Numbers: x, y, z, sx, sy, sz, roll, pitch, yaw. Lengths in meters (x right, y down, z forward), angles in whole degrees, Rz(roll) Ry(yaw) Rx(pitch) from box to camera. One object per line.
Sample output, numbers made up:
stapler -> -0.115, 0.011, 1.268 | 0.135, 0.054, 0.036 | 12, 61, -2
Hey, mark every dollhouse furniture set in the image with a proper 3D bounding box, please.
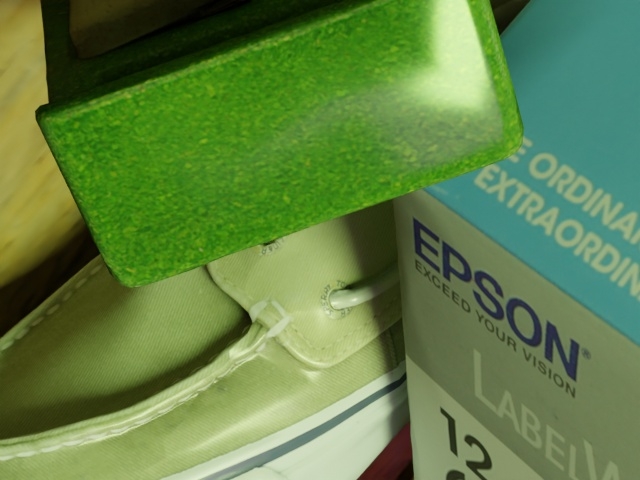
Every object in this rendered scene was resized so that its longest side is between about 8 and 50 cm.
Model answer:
dollhouse furniture set -> -0.133, -0.083, 0.387 | 0.301, 0.151, 0.198 | -19, 120, 3

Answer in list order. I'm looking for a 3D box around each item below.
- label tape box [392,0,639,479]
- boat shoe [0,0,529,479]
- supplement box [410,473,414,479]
label tape box -> 0.135, 0.059, 0.443 | 0.115, 0.249, 0.348 | -35, 143, -22
boat shoe -> 0.000, 0.000, 0.562 | 0.302, 0.109, 0.094 | -30, 126, -24
supplement box -> 0.073, 0.287, 0.813 | 0.194, 0.195, 0.357 | 5, 126, -41
